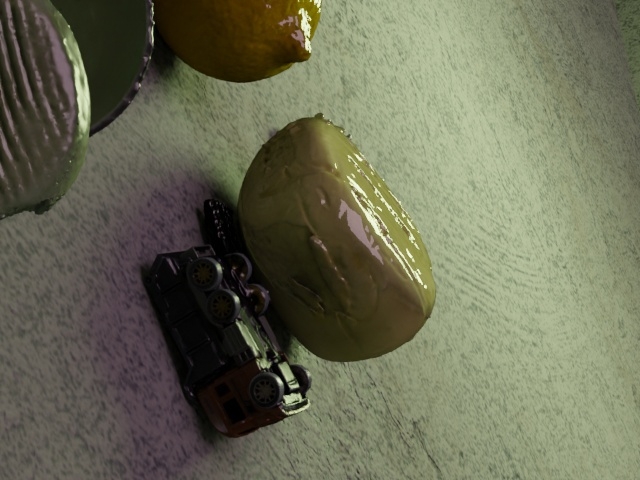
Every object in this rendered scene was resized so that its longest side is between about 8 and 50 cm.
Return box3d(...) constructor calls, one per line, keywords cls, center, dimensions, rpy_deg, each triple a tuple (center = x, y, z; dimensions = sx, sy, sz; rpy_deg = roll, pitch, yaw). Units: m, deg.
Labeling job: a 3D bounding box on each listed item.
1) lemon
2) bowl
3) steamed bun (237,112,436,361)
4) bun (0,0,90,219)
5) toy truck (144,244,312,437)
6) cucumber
box3d(cls="lemon", center=(-0.095, -0.267, 1.845), dimensions=(0.244, 0.187, 0.187), rpy_deg=(42, 8, 30))
box3d(cls="bowl", center=(-0.251, -0.177, 1.418), dimensions=(0.211, 0.211, 0.112), rpy_deg=(63, -20, -10))
box3d(cls="steamed bun", center=(0.000, 0.000, 1.830), dimensions=(0.232, 0.166, 0.273), rpy_deg=(49, 15, -26))
box3d(cls="bun", center=(-0.276, -0.110, 1.287), dimensions=(0.221, 0.221, 0.108), rpy_deg=(67, -14, -2))
box3d(cls="toy truck", center=(-0.090, 0.092, 1.627), dimensions=(0.192, 0.092, 0.083), rpy_deg=(62, 20, 8))
box3d(cls="cucumber", center=(-0.094, 0.020, 1.760), dimensions=(0.034, 0.033, 0.134), rpy_deg=(5, 61, -43))
